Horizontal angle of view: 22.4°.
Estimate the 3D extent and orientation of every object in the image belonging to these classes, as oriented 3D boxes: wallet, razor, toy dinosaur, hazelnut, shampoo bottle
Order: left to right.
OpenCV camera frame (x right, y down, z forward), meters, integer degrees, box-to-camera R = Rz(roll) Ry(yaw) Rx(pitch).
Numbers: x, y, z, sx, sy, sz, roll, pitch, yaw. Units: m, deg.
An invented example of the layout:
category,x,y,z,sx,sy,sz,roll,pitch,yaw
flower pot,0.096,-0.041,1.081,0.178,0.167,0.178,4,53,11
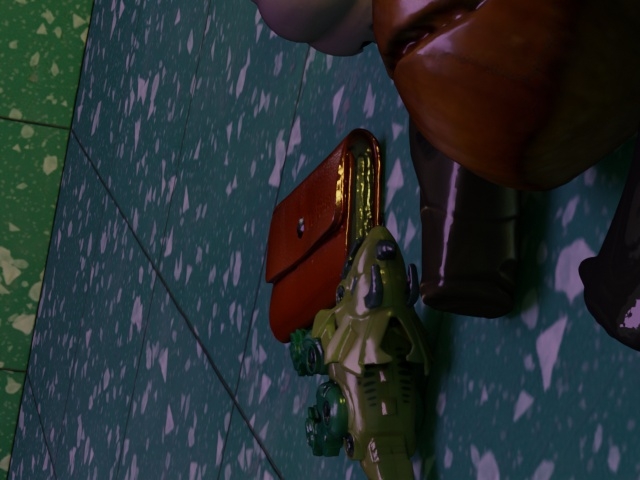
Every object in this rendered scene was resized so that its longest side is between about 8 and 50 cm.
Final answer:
category,x,y,z,sx,sy,sz,roll,pitch,yaw
wallet,0.000,0.000,1.447,0.204,0.045,0.142,139,137,-63
toy dinosaur,0.040,0.127,1.212,0.153,0.094,0.259,136,131,-68
shampoo bottle,0.104,-0.122,1.117,0.125,0.084,0.350,135,140,-66
hazelnut,0.119,-0.124,0.945,0.182,0.182,0.182,-172,90,-72
razor,0.188,-0.014,0.849,0.090,0.054,0.148,-114,36,-60

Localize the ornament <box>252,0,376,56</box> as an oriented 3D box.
category,x,y,z,sx,sy,sz,roll,pitch,yaw
ornament,0.019,-0.243,1.298,0.177,0.177,0.177,-172,90,-72
